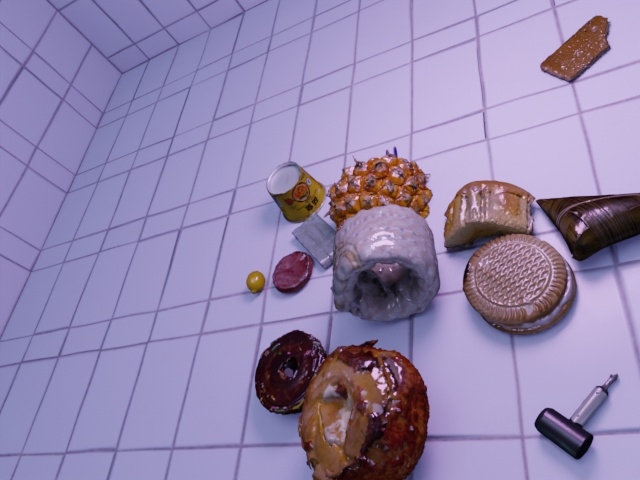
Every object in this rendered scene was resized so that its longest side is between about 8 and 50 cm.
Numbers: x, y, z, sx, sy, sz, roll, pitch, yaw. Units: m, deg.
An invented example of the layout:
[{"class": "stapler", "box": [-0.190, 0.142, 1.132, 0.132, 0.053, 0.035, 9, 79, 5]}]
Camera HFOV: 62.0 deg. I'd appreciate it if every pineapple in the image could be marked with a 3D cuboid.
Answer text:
[{"class": "pineapple", "box": [0.168, -0.101, 1.549, 0.344, 0.209, 0.286, -27, 46, 14]}]

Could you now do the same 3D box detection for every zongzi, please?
[{"class": "zongzi", "box": [0.672, -0.085, 1.266, 0.248, 0.111, 0.241, -23, 35, 11]}]

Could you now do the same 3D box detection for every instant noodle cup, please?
[{"class": "instant noodle cup", "box": [-0.092, -0.173, 1.833, 0.182, 0.144, 0.182, -18, 50, 23]}]

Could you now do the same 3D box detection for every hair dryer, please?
[{"class": "hair dryer", "box": [0.536, 0.338, 1.082, 0.198, 0.057, 0.100, -42, 44, -11]}]

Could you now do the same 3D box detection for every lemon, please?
[{"class": "lemon", "box": [-0.212, 0.137, 1.746, 0.062, 0.062, 0.083, -9, 58, 30]}]

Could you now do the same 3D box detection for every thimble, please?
[{"class": "thimble", "box": [0.159, 0.064, 1.382, 0.292, 0.291, 0.195, -21, 42, 22]}]

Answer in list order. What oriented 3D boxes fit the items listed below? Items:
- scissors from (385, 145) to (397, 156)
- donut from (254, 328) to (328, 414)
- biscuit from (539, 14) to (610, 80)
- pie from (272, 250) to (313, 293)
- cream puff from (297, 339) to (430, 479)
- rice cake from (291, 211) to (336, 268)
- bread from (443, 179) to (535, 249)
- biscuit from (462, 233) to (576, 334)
[{"class": "scissors", "box": [0.239, -0.266, 1.762, 0.039, 0.012, 0.113, -20, 49, 22]}, {"class": "donut", "box": [-0.070, 0.365, 1.455, 0.235, 0.089, 0.235, -20, 48, 24]}, {"class": "biscuit", "box": [0.788, -0.575, 1.594, 0.237, 0.026, 0.131, -41, 46, 1]}, {"class": "pie", "box": [-0.088, 0.101, 1.702, 0.155, 0.036, 0.154, -19, 49, 23]}, {"class": "cream puff", "box": [0.111, 0.396, 1.204, 0.350, 0.229, 0.350, -35, 45, 44]}, {"class": "rice cake", "box": [0.000, 0.000, 1.714, 0.124, 0.038, 0.211, -41, 45, 3]}, {"class": "bread", "box": [0.417, -0.082, 1.398, 0.252, 0.133, 0.174, -10, 54, 37]}, {"class": "biscuit", "box": [0.470, 0.101, 1.276, 0.259, 0.079, 0.259, -19, 50, 24]}]
